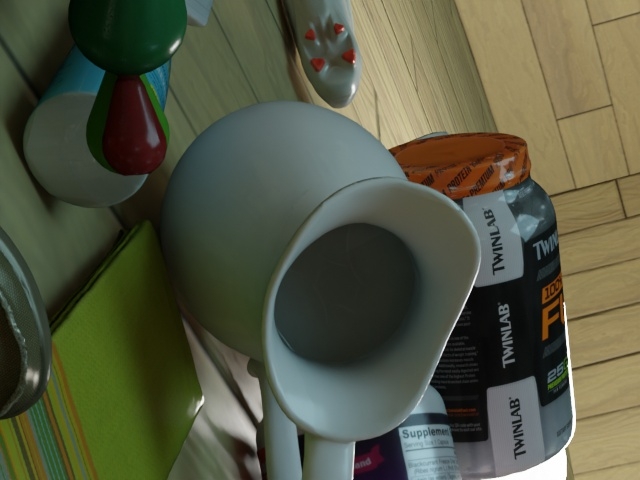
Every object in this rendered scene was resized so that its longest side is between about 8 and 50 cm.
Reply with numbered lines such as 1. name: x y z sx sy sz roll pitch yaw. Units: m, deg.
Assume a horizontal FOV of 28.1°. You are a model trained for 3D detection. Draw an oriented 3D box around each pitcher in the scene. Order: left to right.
1. pitcher: -0.012 0.030 0.603 0.207 0.125 0.178 -133 -124 -67

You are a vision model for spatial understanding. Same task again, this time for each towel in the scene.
1. towel: -0.089 0.074 0.497 0.237 0.021 0.102 -70 148 -70

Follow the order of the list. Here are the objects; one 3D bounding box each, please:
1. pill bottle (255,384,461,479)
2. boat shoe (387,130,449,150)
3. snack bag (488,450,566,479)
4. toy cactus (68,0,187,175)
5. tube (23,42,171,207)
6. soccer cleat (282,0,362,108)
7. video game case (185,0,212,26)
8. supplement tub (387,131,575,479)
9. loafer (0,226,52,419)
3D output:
1. pill bottle: 0.024 0.138 0.697 0.108 0.108 0.193 37 40 -70
2. boat shoe: 0.080 0.012 1.024 0.340 0.127 0.158 -3 71 -78
3. snack bag: 0.120 0.202 0.980 0.323 0.037 0.342 -66 146 -40
4. toy cactus: -0.088 -0.103 0.369 0.219 0.180 0.112 64 37 -25
5. tube: -0.091 -0.086 0.601 0.207 0.052 0.080 -87 -171 -60
6. soccer cleat: -0.003 -0.205 1.089 0.076 0.068 0.196 84 -3 -71
7. video game case: -0.080 -0.223 0.689 0.190 0.022 0.173 21 84 -74
8. supplement tub: 0.089 0.037 0.773 0.117 0.117 0.190 -67 150 -70
9. loafer: -0.127 -0.003 0.345 0.148 0.056 0.050 59 19 -22
